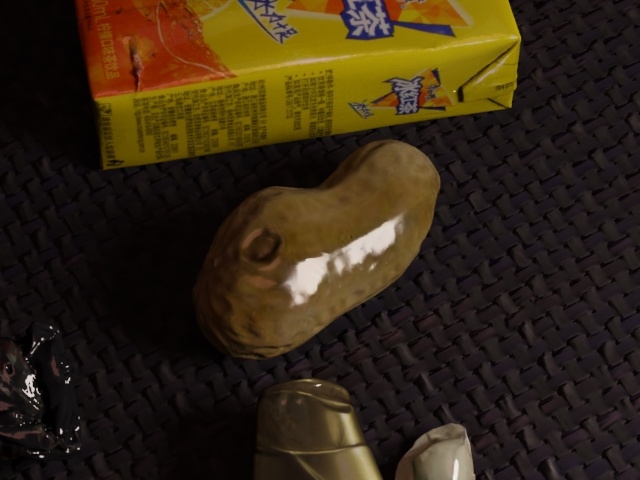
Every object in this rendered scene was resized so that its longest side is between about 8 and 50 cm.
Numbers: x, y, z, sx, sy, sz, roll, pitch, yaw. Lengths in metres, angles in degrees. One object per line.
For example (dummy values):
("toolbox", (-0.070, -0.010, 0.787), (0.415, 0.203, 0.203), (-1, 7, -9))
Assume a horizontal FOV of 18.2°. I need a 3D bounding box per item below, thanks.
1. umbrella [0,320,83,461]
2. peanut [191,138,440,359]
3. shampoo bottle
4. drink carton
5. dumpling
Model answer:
("umbrella", (-0.313, 0.132, 1.472), (0.272, 0.110, 0.122), (-10, 18, -9))
("peanut", (0.000, 0.000, 1.552), (0.236, 0.110, 0.120), (-39, 58, -23))
("shampoo bottle", (0.013, 0.263, 1.409), (0.125, 0.084, 0.350), (-7, 58, -2))
("drink carton", (-0.022, -0.169, 1.655), (0.351, 0.111, 0.155), (-9, 60, -7))
("dumpling", (0.084, 0.173, 1.489), (0.059, 0.043, 0.077), (-4, 74, 17))
